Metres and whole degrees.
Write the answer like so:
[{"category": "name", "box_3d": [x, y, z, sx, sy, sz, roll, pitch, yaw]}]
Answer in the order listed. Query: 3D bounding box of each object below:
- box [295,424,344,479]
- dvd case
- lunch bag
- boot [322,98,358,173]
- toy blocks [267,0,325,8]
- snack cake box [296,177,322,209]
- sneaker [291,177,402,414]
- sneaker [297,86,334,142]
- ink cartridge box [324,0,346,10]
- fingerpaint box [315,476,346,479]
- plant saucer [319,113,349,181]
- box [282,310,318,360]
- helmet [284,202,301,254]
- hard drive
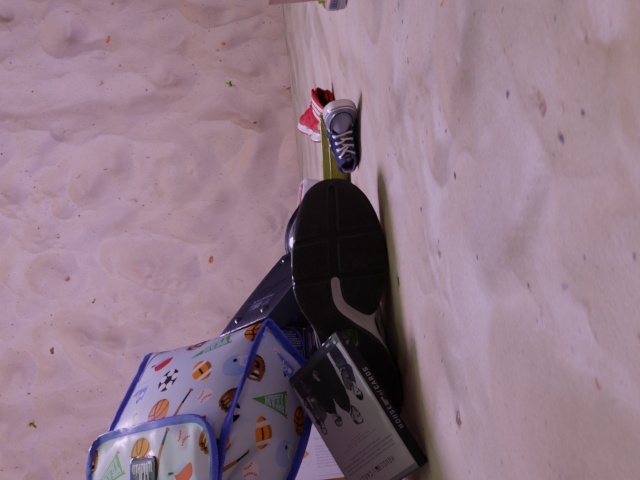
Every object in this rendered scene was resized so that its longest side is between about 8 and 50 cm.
[{"category": "box", "box_3d": [0.006, 0.516, 2.065, 0.168, 0.214, 0.345, 88, 175, -46]}, {"category": "dvd case", "box_3d": [0.052, 0.284, 1.263, 0.239, 0.029, 0.179, 57, 138, 17]}, {"category": "lunch bag", "box_3d": [-0.211, 0.356, 1.359, 0.239, 0.327, 0.386, 49, -140, -28]}, {"category": "boot", "box_3d": [0.049, -0.202, 1.548, 0.190, 0.069, 0.086, 70, -175, -73]}, {"category": "toy blocks", "box_3d": [-0.119, -0.626, 1.799, 0.381, 0.260, 0.191, -102, 7, -57]}, {"category": "snack cake box", "box_3d": [-0.021, -0.087, 2.225, 0.264, 0.089, 0.152, -166, 84, -86]}, {"category": "sneaker", "box_3d": [0.032, 0.118, 1.455, 0.257, 0.169, 0.448, 166, 95, -84]}, {"category": "sneaker", "box_3d": [-0.001, -0.327, 1.994, 0.221, 0.086, 0.128, -134, 45, -63]}, {"category": "ink cartridge box", "box_3d": [0.023, -0.546, 1.483, 0.145, 0.045, 0.180, 111, 150, -80]}, {"category": "fingerpaint box", "box_3d": [-0.009, 0.559, 1.279, 0.445, 0.370, 0.163, -127, 32, -81]}, {"category": "plant saucer", "box_3d": [0.034, -0.180, 1.834, 0.188, 0.045, 0.189, -104, 10, -63]}, {"category": "box", "box_3d": [-0.028, 0.210, 1.663, 0.270, 0.165, 0.144, -22, -72, -59]}, {"category": "helmet", "box_3d": [0.000, 0.000, 1.691, 0.169, 0.169, 0.162, 93, -168, -64]}, {"category": "hard drive", "box_3d": [-0.074, 0.098, 1.525, 0.054, 0.172, 0.255, 50, -135, -14]}]
